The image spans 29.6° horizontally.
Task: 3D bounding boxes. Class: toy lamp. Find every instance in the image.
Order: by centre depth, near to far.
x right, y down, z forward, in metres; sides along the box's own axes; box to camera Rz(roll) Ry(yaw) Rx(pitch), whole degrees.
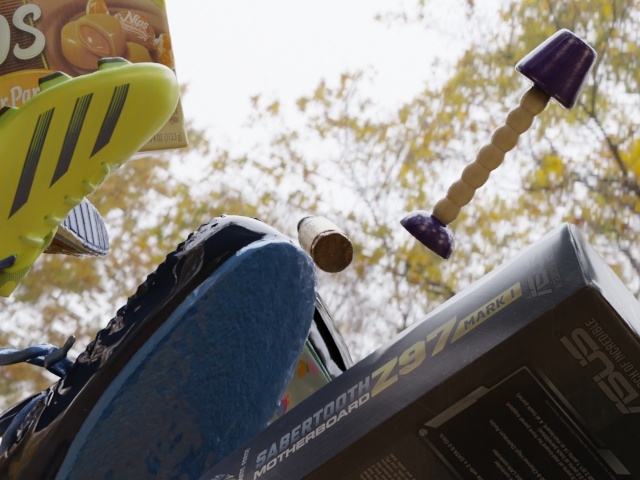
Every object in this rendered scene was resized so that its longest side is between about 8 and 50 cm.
[{"bbox_3d":[0.195,-0.107,1.316,0.080,0.080,0.274,36,-82,-12],"label":"toy lamp"}]

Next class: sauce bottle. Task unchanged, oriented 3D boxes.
[{"bbox_3d":[0.000,0.000,1.154,0.042,0.128,0.042,-2,-80,-11],"label":"sauce bottle"}]

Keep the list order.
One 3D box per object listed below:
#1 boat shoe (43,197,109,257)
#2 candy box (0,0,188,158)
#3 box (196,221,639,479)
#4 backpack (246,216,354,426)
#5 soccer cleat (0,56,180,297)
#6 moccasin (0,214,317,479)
[{"bbox_3d":[-0.289,-0.020,1.246,0.066,0.066,0.183,-23,-28,19],"label":"boat shoe"},{"bbox_3d":[-0.267,-0.150,1.017,0.087,0.316,0.183,-9,-89,44],"label":"candy box"},{"bbox_3d":[0.089,0.135,0.449,0.183,0.059,0.232,-38,-75,17],"label":"box"},{"bbox_3d":[-0.048,0.095,0.935,0.144,0.166,0.188,-38,-89,-3],"label":"backpack"},{"bbox_3d":[-0.211,-0.022,0.832,0.121,0.289,0.093,54,-14,18],"label":"soccer cleat"},{"bbox_3d":[-0.140,0.120,0.647,0.117,0.342,0.138,35,-4,42],"label":"moccasin"}]
